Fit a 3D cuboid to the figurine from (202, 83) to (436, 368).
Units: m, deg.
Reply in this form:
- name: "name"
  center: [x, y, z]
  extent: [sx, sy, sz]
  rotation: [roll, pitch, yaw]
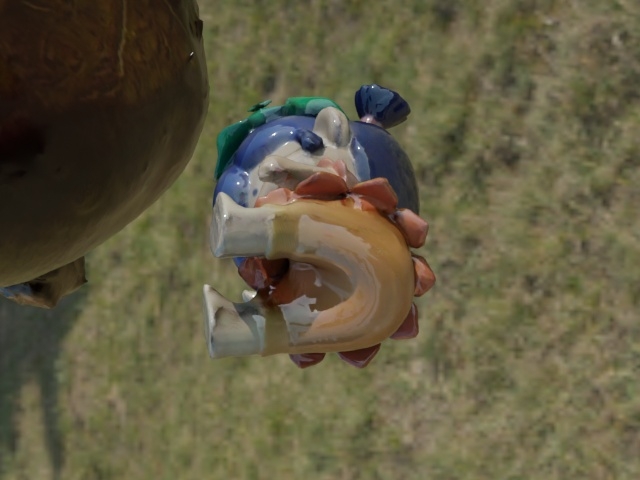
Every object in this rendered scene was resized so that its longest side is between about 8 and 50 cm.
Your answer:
- name: "figurine"
  center: [0.000, 0.000, 0.633]
  extent: [0.195, 0.102, 0.111]
  rotation: [-99, 17, -70]

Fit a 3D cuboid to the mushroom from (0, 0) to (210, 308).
- name: "mushroom"
  center: [-0.215, -0.129, 0.867]
  extent: [0.239, 0.345, 0.345]
  rotation: [-28, 54, 16]
